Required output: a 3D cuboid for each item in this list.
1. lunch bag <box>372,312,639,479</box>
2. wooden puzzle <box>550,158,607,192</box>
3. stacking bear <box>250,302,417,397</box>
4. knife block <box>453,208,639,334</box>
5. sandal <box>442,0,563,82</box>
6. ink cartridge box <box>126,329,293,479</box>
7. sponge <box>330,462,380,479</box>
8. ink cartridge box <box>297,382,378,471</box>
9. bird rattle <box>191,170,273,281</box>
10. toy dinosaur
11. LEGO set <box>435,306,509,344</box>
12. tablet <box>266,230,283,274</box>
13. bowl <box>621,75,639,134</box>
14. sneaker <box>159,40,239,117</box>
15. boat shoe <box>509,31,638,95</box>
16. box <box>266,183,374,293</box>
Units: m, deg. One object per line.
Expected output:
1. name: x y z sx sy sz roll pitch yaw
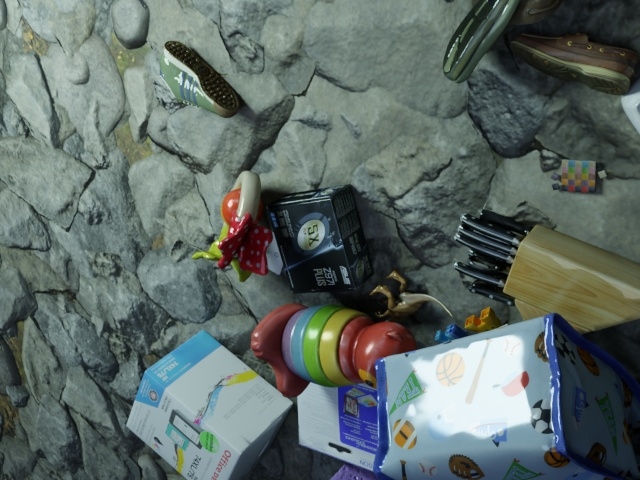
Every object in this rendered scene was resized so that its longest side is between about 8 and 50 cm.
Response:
1. lunch bag: 0.321 0.306 1.172 0.327 0.239 0.385 -19 143 38
2. wooden puzzle: 0.388 -0.097 1.139 0.083 0.006 0.049 7 114 31
3. stacking bear: 0.045 0.198 1.375 0.289 0.164 0.175 0 129 43
4. knife block: 0.352 0.029 1.166 0.275 0.088 0.242 -25 96 39
5. sandal: 0.283 -0.338 1.052 0.086 0.120 0.303 28 130 -12
6. ink cartridge box: -0.240 0.379 1.646 0.270 0.197 0.198 36 126 15
7. sponge: 0.113 0.540 1.535 0.210 0.117 0.031 29 126 20
8. ink cartridge box: 0.046 0.353 1.541 0.206 0.045 0.208 13 116 29
9. bird rattle: -0.157 -0.031 1.400 0.143 0.207 0.253 9 165 -8
10. toy dinosaur: 0.156 0.108 1.352 0.112 0.064 0.211 47 147 -1
11. LEGO set: 0.273 0.184 1.287 0.093 0.087 0.227 34 141 -16
12. tablet: -0.094 0.024 1.513 0.054 0.006 0.083 30 124 19
13. bowl: 0.488 -0.175 1.009 0.142 0.053 0.142 -37 89 37
14. sneaker: -0.236 -0.286 1.438 0.192 0.064 0.086 46 135 9
15. boat shoe: 0.355 -0.259 1.062 0.178 0.064 0.060 27 89 27
16. box: 0.000 0.000 1.394 0.147 0.077 0.180 -5 107 34
